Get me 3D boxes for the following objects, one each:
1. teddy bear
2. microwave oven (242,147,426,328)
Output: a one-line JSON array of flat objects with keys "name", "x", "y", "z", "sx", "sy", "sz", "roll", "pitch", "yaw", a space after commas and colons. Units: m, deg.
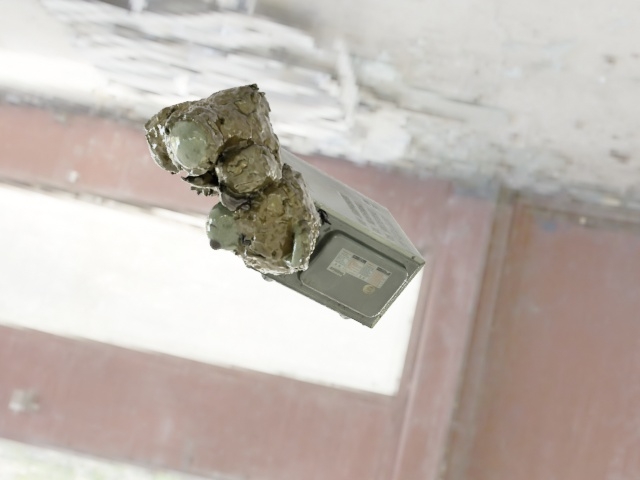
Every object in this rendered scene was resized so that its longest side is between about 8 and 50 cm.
[{"name": "teddy bear", "x": -0.098, "y": -0.068, "z": 1.843, "sx": 0.156, "sy": 0.256, "sz": 0.267, "roll": -28, "pitch": -167, "yaw": -12}, {"name": "microwave oven", "x": 0.000, "y": 0.000, "z": 2.069, "sx": 0.240, "sy": 0.145, "sz": 0.194, "roll": 29, "pitch": -159, "yaw": -34}]
